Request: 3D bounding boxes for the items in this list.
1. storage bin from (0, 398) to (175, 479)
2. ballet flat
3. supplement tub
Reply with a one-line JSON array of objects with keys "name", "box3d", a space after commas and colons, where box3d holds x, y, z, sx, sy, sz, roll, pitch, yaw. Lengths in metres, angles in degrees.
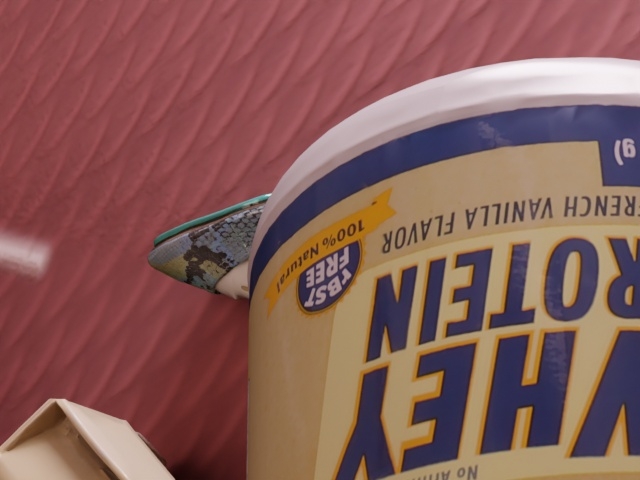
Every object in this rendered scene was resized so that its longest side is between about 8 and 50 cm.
[{"name": "storage bin", "box3d": [-0.098, 0.248, 0.843, 0.260, 0.123, 0.262, -53, 51, 8]}, {"name": "ballet flat", "box3d": [0.000, 0.000, 0.901, 0.188, 0.070, 0.070, -23, 61, 32]}, {"name": "supplement tub", "box3d": [0.086, 0.122, 0.652, 0.228, 0.228, 0.316, -22, 50, 29]}]
